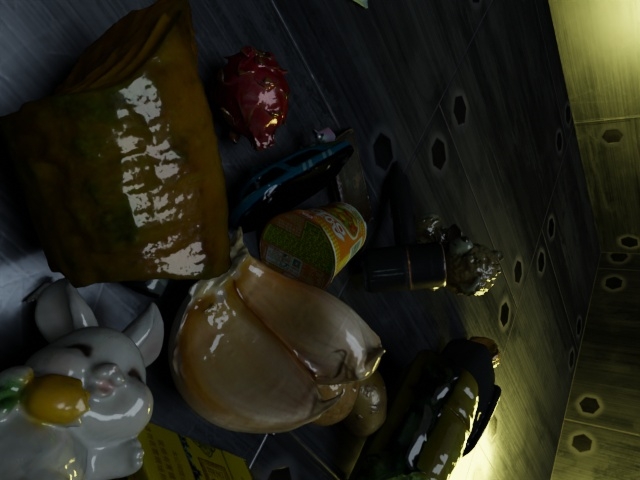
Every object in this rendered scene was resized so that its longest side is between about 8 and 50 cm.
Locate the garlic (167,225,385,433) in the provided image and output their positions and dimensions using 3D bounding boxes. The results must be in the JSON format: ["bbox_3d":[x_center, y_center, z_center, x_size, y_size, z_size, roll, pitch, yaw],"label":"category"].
[{"bbox_3d":[-0.077,0.158,0.879,0.313,0.249,0.286,39,29,-5],"label":"garlic"}]

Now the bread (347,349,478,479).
[{"bbox_3d":[0.230,0.446,1.284,0.376,0.208,0.251,-58,177,-34],"label":"bread"}]

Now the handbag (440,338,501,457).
[{"bbox_3d":[0.408,0.477,1.567,0.302,0.177,0.275,-49,127,-39],"label":"handbag"}]

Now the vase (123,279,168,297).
[{"bbox_3d":[-0.228,-0.020,0.828,0.060,0.060,0.211,40,60,-45],"label":"vase"}]

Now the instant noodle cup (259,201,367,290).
[{"bbox_3d":[0.000,0.000,1.055,0.185,0.168,0.168,-32,116,-56],"label":"instant noodle cup"}]

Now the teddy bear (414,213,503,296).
[{"bbox_3d":[0.322,0.057,1.382,0.267,0.256,0.156,-46,130,-40],"label":"teddy bear"}]

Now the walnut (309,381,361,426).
[{"bbox_3d":[0.002,0.254,1.057,0.165,0.165,0.197,12,91,-52],"label":"walnut"}]

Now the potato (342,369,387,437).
[{"bbox_3d":[0.086,0.342,1.196,0.137,0.137,0.176,-53,132,-36],"label":"potato"}]

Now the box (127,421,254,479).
[{"bbox_3d":[-0.184,0.374,0.837,0.041,0.153,0.279,-44,133,1],"label":"box"}]

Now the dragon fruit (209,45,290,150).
[{"bbox_3d":[-0.113,-0.235,0.918,0.136,0.133,0.166,-13,105,-7],"label":"dragon fruit"}]

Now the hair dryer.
[{"bbox_3d":[0.179,-0.044,1.313,0.107,0.189,0.352,75,10,-59],"label":"hair dryer"}]

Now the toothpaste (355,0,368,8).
[{"bbox_3d":[0.049,-0.552,1.178,0.205,0.036,0.056,-9,100,-55],"label":"toothpaste"}]

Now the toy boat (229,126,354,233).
[{"bbox_3d":[-0.067,-0.119,1.008,0.092,0.134,0.299,50,46,7],"label":"toy boat"}]

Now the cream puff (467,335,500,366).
[{"bbox_3d":[0.507,0.371,1.748,0.133,0.119,0.104,-36,143,-14],"label":"cream puff"}]

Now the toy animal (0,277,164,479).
[{"bbox_3d":[-0.291,0.181,0.610,0.208,0.154,0.325,21,30,-19],"label":"toy animal"}]

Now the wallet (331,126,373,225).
[{"bbox_3d":[0.061,-0.127,1.216,0.122,0.031,0.232,-41,125,-48],"label":"wallet"}]

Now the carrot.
[{"bbox_3d":[-0.241,-0.113,0.661,0.241,0.241,0.341,-28,114,-48],"label":"carrot"}]

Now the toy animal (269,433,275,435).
[{"bbox_3d":[-0.124,0.284,0.988,0.108,0.062,0.220,-51,133,-12],"label":"toy animal"}]
